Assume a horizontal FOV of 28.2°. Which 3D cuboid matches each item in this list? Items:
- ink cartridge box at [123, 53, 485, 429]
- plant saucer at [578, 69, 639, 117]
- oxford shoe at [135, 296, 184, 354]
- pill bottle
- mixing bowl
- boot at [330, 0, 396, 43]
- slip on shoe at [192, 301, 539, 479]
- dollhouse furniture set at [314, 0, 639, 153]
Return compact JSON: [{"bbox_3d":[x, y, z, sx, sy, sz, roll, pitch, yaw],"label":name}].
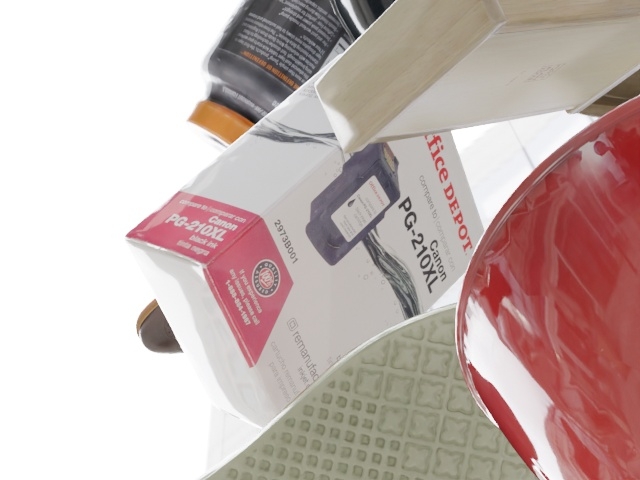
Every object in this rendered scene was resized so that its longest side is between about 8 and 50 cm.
[{"bbox_3d":[0.000,0.000,0.934,0.237,0.100,0.172,-43,-52,-27],"label":"ink cartridge box"},{"bbox_3d":[0.265,-0.225,1.022,0.278,0.278,0.041,-46,-35,16],"label":"plant saucer"},{"bbox_3d":[-0.094,0.089,1.429,0.271,0.098,0.097,-17,-51,22],"label":"oxford shoe"},{"bbox_3d":[-0.033,-0.191,1.261,0.130,0.130,0.245,35,-99,-16],"label":"pill bottle"},{"bbox_3d":[0.139,0.047,0.382,0.182,0.098,0.181,-5,-49,-6],"label":"mixing bowl"},{"bbox_3d":[0.046,-0.230,1.089,0.094,0.246,0.207,-20,-64,8],"label":"boot"},{"bbox_3d":[0.031,0.133,0.715,0.331,0.101,0.123,-34,-109,13],"label":"slip on shoe"},{"bbox_3d":[0.089,-0.245,0.706,0.286,0.198,0.303,-39,-109,50],"label":"dollhouse furniture set"}]
